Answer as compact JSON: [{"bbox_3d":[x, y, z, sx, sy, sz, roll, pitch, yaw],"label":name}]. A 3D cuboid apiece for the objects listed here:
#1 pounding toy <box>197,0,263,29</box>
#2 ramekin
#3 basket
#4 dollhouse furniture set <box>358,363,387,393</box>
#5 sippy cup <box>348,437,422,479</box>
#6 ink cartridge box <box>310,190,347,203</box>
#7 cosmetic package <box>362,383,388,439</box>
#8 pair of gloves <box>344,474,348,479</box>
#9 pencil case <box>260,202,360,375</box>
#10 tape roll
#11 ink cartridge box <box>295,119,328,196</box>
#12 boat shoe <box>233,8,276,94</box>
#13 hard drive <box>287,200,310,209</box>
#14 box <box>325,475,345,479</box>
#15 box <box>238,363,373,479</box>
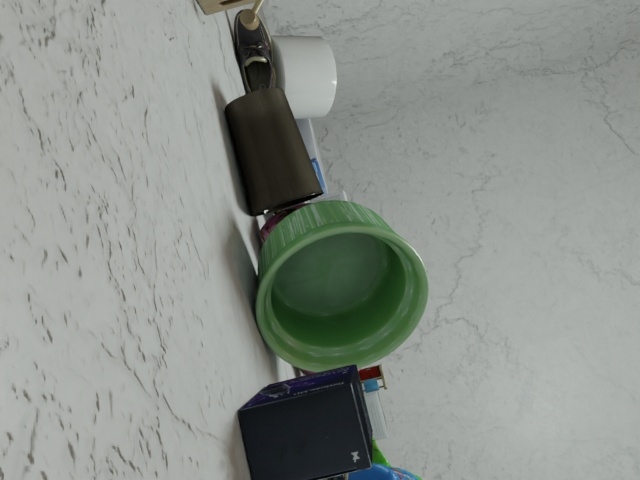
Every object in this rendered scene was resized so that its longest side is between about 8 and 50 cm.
[{"bbox_3d":[-0.163,-0.520,1.137,0.094,0.181,0.206,27,49,-86],"label":"pounding toy"},{"bbox_3d":[0.027,0.076,1.005,0.148,0.303,0.304,-112,-175,-58],"label":"ramekin"},{"bbox_3d":[-0.101,-0.179,1.136,0.204,0.154,0.227,166,-94,-82],"label":"basket"},{"bbox_3d":[0.091,0.389,1.632,0.129,0.183,0.129,66,10,-70],"label":"dollhouse furniture set"},{"bbox_3d":[0.155,0.677,1.413,0.305,0.240,0.224,30,-17,38],"label":"sippy cup"},{"bbox_3d":[0.000,0.000,1.550,0.278,0.201,0.117,-99,174,-53],"label":"ink cartridge box"},{"bbox_3d":[0.129,0.562,1.832,0.183,0.151,0.151,-41,116,-86],"label":"cosmetic package"},{"bbox_3d":[0.038,0.480,1.350,0.204,0.042,0.240,98,-9,-47],"label":"pair of gloves"},{"bbox_3d":[-0.005,0.118,1.215,0.160,0.167,0.386,-45,129,-53],"label":"pencil case"},{"bbox_3d":[-0.082,-0.487,1.670,0.246,0.169,0.246,28,-58,58],"label":"tape roll"},{"bbox_3d":[-0.068,-0.268,1.949,0.395,0.151,0.270,65,12,-65],"label":"ink cartridge box"},{"bbox_3d":[-0.176,-0.494,1.527,0.092,0.102,0.285,-112,-167,-80],"label":"boat shoe"},{"bbox_3d":[-0.071,-0.182,1.434,0.353,0.047,0.233,-99,175,-54],"label":"hard drive"},{"bbox_3d":[-0.003,0.404,1.155,0.175,0.051,0.220,68,8,-67],"label":"box"},{"bbox_3d":[-0.011,0.254,0.780,0.207,0.153,0.108,56,20,-82],"label":"box"}]
